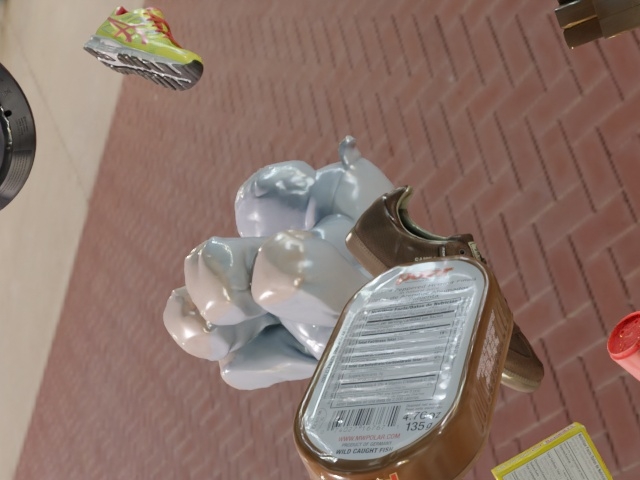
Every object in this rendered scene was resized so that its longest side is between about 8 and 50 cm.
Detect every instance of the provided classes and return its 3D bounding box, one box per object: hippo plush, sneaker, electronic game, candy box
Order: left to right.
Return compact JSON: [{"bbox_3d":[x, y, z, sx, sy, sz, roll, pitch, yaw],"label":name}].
[{"bbox_3d":[-0.434,-0.120,0.981,0.048,0.229,0.229,-104,29,-67],"label":"electronic game"},{"bbox_3d":[-0.224,-0.263,1.155,0.209,0.081,0.094,24,81,34],"label":"sneaker"},{"bbox_3d":[0.000,0.000,0.874,0.234,0.294,0.236,67,-156,-53],"label":"hippo plush"},{"bbox_3d":[0.105,0.034,0.672,0.188,0.066,0.071,40,104,13],"label":"sneaker"},{"bbox_3d":[0.271,0.301,0.910,0.205,0.105,0.027,61,176,-3],"label":"candy box"}]

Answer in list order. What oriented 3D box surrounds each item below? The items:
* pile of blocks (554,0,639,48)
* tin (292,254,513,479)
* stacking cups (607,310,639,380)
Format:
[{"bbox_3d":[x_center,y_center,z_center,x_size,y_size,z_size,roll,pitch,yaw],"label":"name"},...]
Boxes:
[{"bbox_3d":[0.254,-0.345,0.928,0.113,0.149,0.362,-18,50,27],"label":"pile of blocks"},{"bbox_3d":[0.050,0.073,0.510,0.189,0.106,0.040,-62,-42,-51],"label":"tin"},{"bbox_3d":[0.448,0.194,0.957,0.096,0.316,0.096,-51,12,16],"label":"stacking cups"}]
